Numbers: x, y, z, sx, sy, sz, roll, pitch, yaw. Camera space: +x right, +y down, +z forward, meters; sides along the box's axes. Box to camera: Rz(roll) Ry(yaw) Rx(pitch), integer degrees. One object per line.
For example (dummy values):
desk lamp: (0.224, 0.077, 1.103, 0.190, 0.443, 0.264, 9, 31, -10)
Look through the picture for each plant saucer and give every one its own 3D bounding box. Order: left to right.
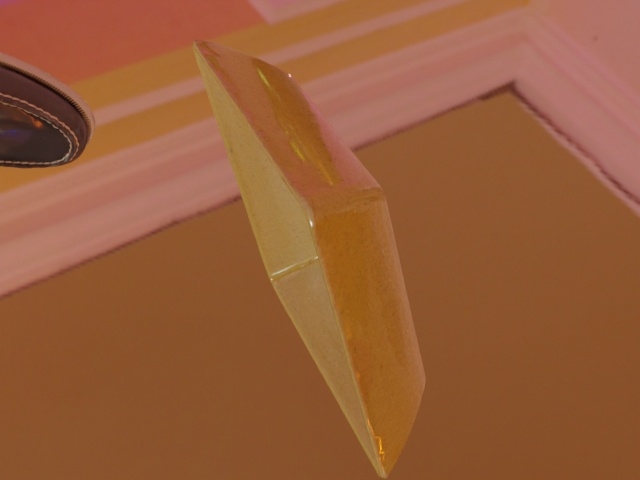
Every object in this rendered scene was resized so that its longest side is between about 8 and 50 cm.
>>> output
plant saucer: (0.000, 0.000, 0.960, 0.081, 0.333, 0.333, -23, -140, -9)

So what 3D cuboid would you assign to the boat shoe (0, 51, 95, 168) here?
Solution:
boat shoe: (-0.218, -0.061, 0.508, 0.206, 0.075, 0.065, 12, -133, -20)
